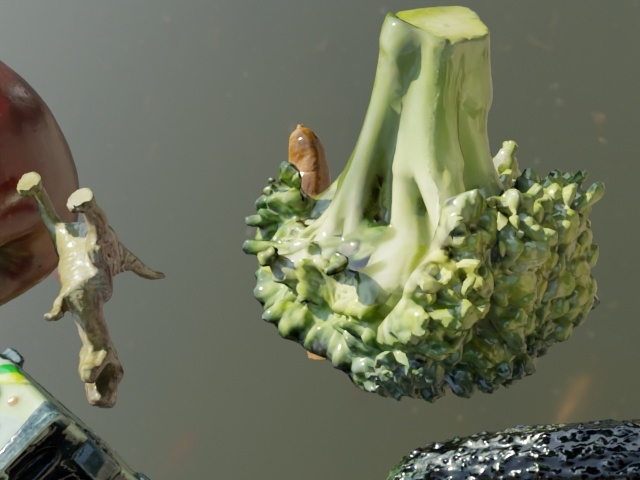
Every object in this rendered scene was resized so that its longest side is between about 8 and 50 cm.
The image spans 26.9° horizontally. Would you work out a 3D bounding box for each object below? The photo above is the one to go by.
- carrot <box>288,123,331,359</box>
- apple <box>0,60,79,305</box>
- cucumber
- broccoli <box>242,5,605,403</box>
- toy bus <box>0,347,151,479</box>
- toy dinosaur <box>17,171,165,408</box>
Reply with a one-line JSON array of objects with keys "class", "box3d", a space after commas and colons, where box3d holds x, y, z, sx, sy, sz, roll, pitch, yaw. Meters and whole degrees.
[{"class": "carrot", "box3d": [0.000, 0.000, 1.186, 0.061, 0.061, 0.210, 5, 109, 57]}, {"class": "apple", "box3d": [-0.388, -0.063, 1.323, 0.317, 0.288, 0.288, 46, 117, 25]}, {"class": "cucumber", "box3d": [0.172, 0.177, 1.029, 0.300, 0.072, 0.072, -8, 67, 30]}, {"class": "broccoli", "box3d": [0.059, -0.026, 0.859, 0.246, 0.263, 0.243, 11, 115, 20]}, {"class": "toy bus", "box3d": [-0.233, 0.187, 1.056, 0.133, 0.276, 0.164, -45, 60, -11]}, {"class": "toy dinosaur", "box3d": [-0.207, 0.023, 1.232, 0.072, 0.200, 0.251, -18, 29, 2]}]
